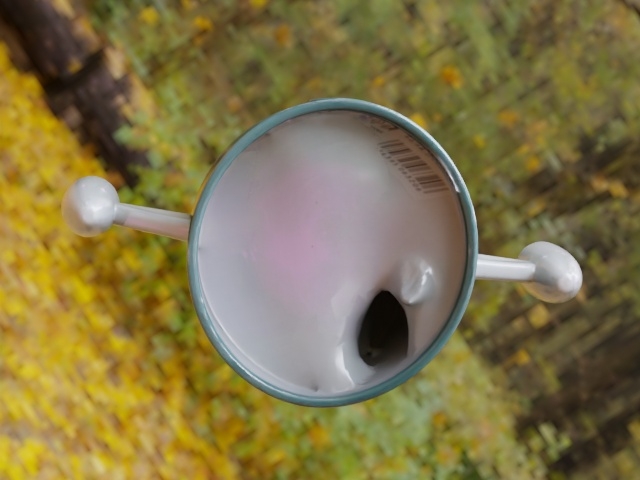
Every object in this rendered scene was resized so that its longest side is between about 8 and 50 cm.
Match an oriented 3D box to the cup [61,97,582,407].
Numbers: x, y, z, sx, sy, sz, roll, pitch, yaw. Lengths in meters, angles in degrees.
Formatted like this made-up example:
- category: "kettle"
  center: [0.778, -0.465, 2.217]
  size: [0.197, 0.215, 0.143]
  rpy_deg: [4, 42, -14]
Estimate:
- category: "cup"
  center: [0.000, 0.000, 1.067]
  size: [0.173, 0.300, 0.167]
  rpy_deg: [-134, -128, -83]
